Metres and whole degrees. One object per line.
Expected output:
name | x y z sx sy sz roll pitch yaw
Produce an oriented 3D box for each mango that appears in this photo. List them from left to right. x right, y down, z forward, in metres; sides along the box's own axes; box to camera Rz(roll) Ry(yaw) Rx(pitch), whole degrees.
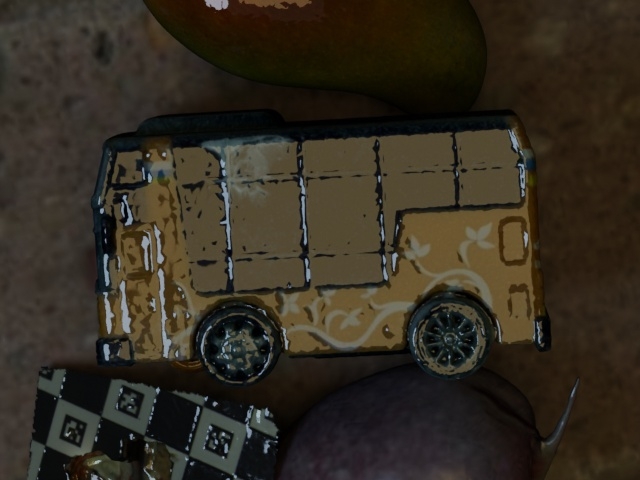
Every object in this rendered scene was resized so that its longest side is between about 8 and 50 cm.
mango | -0.003 -0.182 1.482 0.289 0.129 0.146 12 93 -15

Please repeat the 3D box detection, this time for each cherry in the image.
cherry | 0.077 0.197 1.494 0.266 0.183 0.213 -9 84 15

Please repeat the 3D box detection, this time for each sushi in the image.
sushi | -0.125 0.198 1.520 0.210 0.040 0.192 11 99 23

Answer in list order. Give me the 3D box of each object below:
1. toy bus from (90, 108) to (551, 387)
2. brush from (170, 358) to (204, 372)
toy bus | 0.000 0.000 1.453 0.323 0.162 0.194 -3 96 4
brush | 0.014 0.014 1.554 0.314 0.017 0.090 -30 97 -2
